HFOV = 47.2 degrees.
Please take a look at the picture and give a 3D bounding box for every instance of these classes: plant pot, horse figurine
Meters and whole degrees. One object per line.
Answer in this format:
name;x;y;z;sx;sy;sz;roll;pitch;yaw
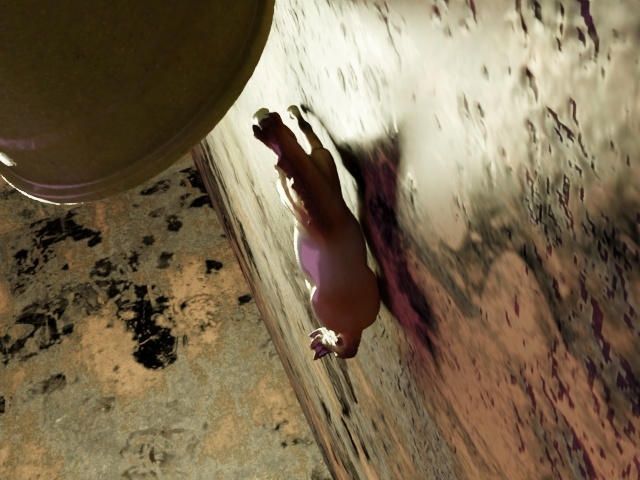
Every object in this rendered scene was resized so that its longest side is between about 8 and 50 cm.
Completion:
plant pot;-0.208;-0.200;0.478;0.254;0.276;0.276;43;-163;-56
horse figurine;0.000;0.000;0.611;0.174;0.066;0.263;-117;12;-68
